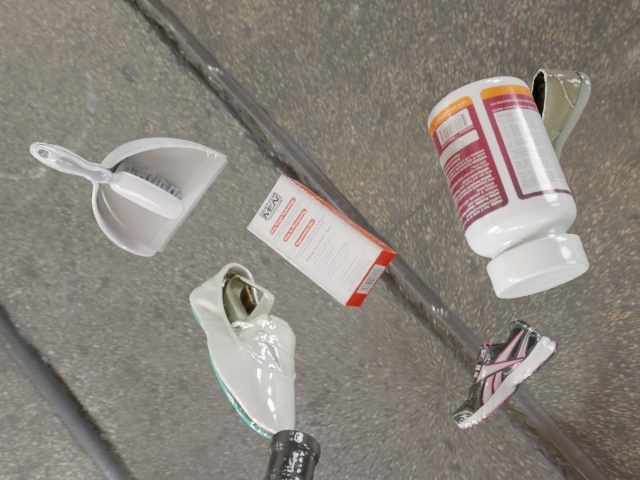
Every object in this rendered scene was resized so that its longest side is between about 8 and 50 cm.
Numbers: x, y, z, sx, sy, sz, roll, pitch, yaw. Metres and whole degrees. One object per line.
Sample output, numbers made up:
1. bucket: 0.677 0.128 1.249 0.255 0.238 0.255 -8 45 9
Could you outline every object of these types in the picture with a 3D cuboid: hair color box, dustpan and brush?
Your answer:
1. hair color box: 0.000 0.000 0.839 0.141 0.043 0.072 38 100 24
2. dustpan and brush: -0.205 -0.062 0.840 0.147 0.211 0.060 -52 39 13

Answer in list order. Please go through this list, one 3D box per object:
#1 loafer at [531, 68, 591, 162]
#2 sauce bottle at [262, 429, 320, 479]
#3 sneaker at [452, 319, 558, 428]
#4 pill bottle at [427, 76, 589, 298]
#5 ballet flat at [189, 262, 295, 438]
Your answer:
1. loafer: 0.310 -0.145 1.220 0.088 0.094 0.251 20 97 -20
2. sauce bottle: -0.060 0.394 0.998 0.112 0.111 0.344 5 46 10
3. sneaker: 0.241 0.180 1.122 0.178 0.072 0.077 -48 70 15
4. pill bottle: 0.205 -0.056 0.890 0.121 0.121 0.221 -17 72 5
5. ballet flat: -0.113 0.149 1.306 0.139 0.139 0.400 -40 33 0
